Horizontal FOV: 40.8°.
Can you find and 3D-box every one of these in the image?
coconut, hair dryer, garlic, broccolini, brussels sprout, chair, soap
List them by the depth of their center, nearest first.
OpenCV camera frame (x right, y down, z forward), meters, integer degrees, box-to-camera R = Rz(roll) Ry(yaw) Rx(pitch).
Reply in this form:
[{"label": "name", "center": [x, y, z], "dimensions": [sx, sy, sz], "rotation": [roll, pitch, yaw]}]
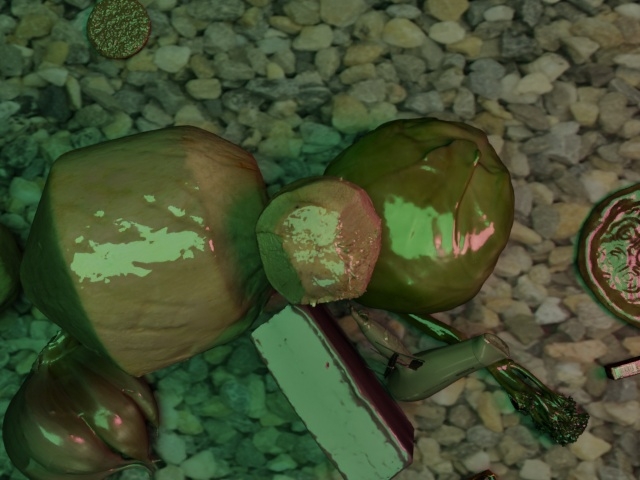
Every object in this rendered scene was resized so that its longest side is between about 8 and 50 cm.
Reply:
[{"label": "coconut", "center": [-0.002, -0.003, 1.184], "dimensions": [0.194, 0.194, 0.194], "rotation": [0, 85, 6]}, {"label": "chair", "center": [0.113, 0.190, 1.310], "dimensions": [0.086, 0.037, 0.042], "rotation": [21, 54, -4]}, {"label": "soap", "center": [0.028, 0.224, 1.317], "dimensions": [0.107, 0.296, 0.285], "rotation": [-35, 81, 2]}, {"label": "hair dryer", "center": [0.140, 0.153, 1.332], "dimensions": [0.237, 0.075, 0.206], "rotation": [36, 133, -24]}, {"label": "coconut", "center": [-0.268, 0.007, 1.339], "dimensions": [0.415, 0.415, 0.345], "rotation": [-16, 108, 4]}, {"label": "brussels sprout", "center": [0.140, -0.037, 1.352], "dimensions": [0.328, 0.247, 0.328], "rotation": [0, 74, -1]}, {"label": "broccolini", "center": [0.256, 0.206, 1.404], "dimensions": [0.392, 0.074, 0.079], "rotation": [31, 89, 7]}, {"label": "coconut", "center": [-0.617, 0.060, 1.445], "dimensions": [0.224, 0.224, 0.224], "rotation": [0, 85, 6]}, {"label": "garlic", "center": [-0.406, 0.300, 1.449], "dimensions": [0.237, 0.210, 0.292], "rotation": [-23, 77, -31]}]

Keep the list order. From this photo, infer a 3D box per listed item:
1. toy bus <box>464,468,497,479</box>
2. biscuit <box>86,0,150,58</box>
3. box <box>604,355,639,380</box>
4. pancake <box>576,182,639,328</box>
[{"label": "toy bus", "center": [0.218, 0.434, 1.390], "dimensions": [0.162, 0.074, 0.069], "rotation": [-26, 91, 1]}, {"label": "biscuit", "center": [-0.362, -0.382, 1.542], "dimensions": [0.120, 0.015, 0.120], "rotation": [0, 85, 5]}, {"label": "box", "center": [0.506, 0.203, 1.390], "dimensions": [0.082, 0.051, 0.023], "rotation": [-18, 85, 5]}, {"label": "pancake", "center": [0.546, 0.022, 1.411], "dimensions": [0.250, 0.031, 0.250], "rotation": [0, 86, 6]}]
